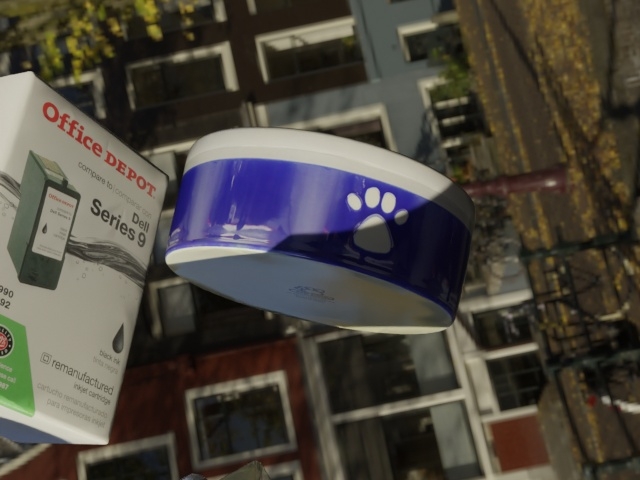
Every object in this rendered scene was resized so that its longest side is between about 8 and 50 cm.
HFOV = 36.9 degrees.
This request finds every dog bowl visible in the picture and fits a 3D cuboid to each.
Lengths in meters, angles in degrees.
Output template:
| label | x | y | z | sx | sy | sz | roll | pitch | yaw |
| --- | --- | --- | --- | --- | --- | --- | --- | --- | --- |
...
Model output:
| label | x | y | z | sx | sy | sz | roll | pitch | yaw |
| --- | --- | --- | --- | --- | --- | --- | --- | --- | --- |
| dog bowl | 0.000 | 0.000 | 0.852 | 0.265 | 0.265 | 0.104 | 77 | -156 | -74 |

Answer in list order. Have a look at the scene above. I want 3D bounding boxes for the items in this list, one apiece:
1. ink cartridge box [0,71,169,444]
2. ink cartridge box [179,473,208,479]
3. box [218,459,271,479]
| label | x | y | z | sx | sy | sz | roll | pitch | yaw |
| --- | --- | --- | --- | --- | --- | --- | --- | --- | --- |
| ink cartridge box | -0.273 | 0.022 | 0.890 | 0.211 | 0.121 | 0.289 | 41 | -129 | -50 |
| ink cartridge box | -0.096 | 0.305 | 0.458 | 0.131 | 0.226 | 0.306 | 51 | -168 | -35 |
| box | -0.149 | 0.299 | 0.798 | 0.094 | 0.275 | 0.113 | 62 | 177 | -4 |
